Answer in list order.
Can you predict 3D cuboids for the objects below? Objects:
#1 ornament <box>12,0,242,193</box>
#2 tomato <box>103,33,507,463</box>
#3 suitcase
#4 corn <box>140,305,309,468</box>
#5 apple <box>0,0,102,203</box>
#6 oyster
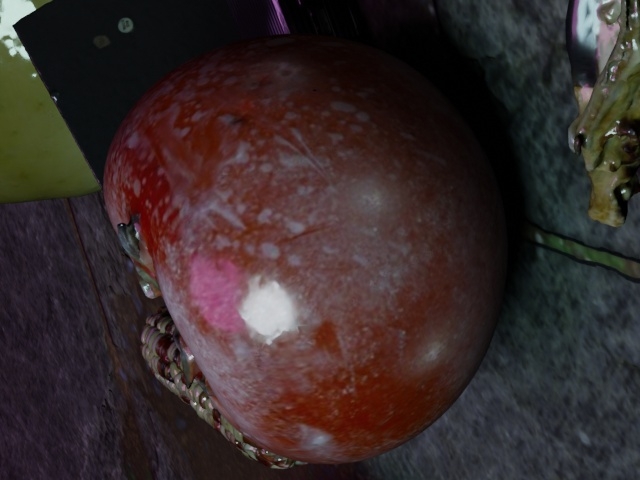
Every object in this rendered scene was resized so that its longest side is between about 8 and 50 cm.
[{"bbox_3d":[-0.123,-0.122,1.470,0.166,0.153,0.196,61,178,11],"label":"ornament"},{"bbox_3d":[0.000,0.000,1.154,0.270,0.227,0.270,61,175,10],"label":"tomato"},{"bbox_3d":[-0.025,-0.173,1.247,0.086,0.059,0.126,7,121,62],"label":"suitcase"},{"bbox_3d":[-0.076,0.116,1.565,0.280,0.092,0.092,21,131,58],"label":"corn"},{"bbox_3d":[-0.320,-0.221,1.745,0.320,0.312,0.360,-4,118,16],"label":"apple"},{"bbox_3d":[0.145,-0.152,0.928,0.129,0.078,0.345,-114,12,-55],"label":"oyster"}]
